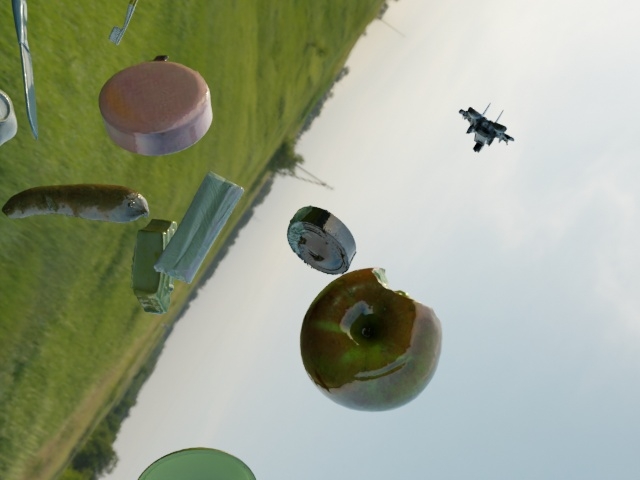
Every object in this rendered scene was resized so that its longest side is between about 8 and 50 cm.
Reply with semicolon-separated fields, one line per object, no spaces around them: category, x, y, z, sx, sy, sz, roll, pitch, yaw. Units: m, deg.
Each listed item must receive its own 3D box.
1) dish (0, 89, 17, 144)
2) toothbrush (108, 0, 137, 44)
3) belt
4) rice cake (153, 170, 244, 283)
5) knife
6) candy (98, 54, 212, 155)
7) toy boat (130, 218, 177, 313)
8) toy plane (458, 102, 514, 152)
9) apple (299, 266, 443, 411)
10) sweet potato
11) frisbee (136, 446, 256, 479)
dish;-0.824;-0.325;1.562;0.066;0.191;0.191;-17;-150;31
toothbrush;-0.375;-0.498;1.281;0.288;0.024;0.021;-39;-146;45
belt;0.000;0.000;1.628;0.151;0.198;0.078;-25;-154;43
rice cake;-0.235;-0.023;1.230;0.222;0.080;0.042;-62;177;-12
knife;-0.472;-0.298;1.012;0.044;0.019;0.313;89;-13;-69
candy;-0.364;-0.303;1.412;0.094;0.255;0.255;94;19;-52
toy boat;-0.478;0.075;1.815;0.084;0.111;0.277;6;91;-69
toy plane;0.446;-0.289;1.739;0.078;0.169;0.246;-54;166;-13
apple;0.087;0.174;1.097;0.246;0.246;0.226;-59;164;-14
sweet potato;-0.462;-0.072;1.190;0.075;0.273;0.075;-179;-90;-86
frisbee;-0.235;0.481;1.201;0.236;0.235;0.017;-55;-159;16
